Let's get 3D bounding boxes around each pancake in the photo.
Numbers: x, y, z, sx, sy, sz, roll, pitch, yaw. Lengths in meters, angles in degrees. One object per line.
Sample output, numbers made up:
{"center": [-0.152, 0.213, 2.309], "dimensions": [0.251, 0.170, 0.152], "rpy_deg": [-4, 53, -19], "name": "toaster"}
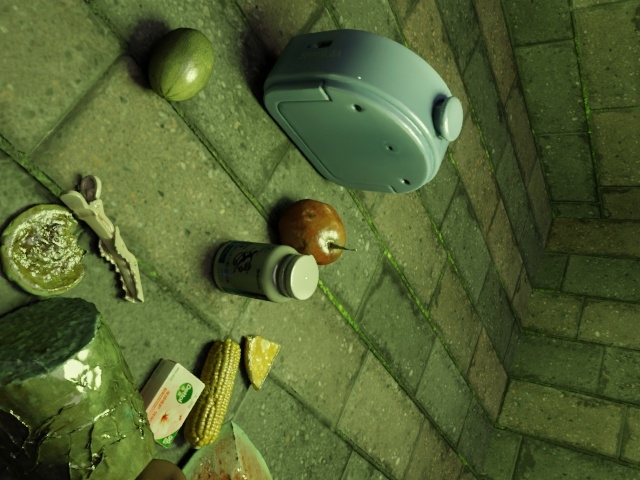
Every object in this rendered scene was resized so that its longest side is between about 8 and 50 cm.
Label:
{"center": [-0.390, 0.015, 0.748], "dimensions": [0.116, 0.022, 0.129], "rpy_deg": [-31, 113, -47], "name": "pancake"}

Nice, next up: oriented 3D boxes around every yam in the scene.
{"center": [-0.342, 0.235, 0.708], "dimensions": [0.202, 0.201, 0.271], "rpy_deg": [-37, 129, -43], "name": "yam"}

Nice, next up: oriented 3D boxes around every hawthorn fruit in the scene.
{"center": [-0.017, -0.006, 1.121], "dimensions": [0.189, 0.149, 0.149], "rpy_deg": [-106, 174, -58], "name": "hawthorn fruit"}

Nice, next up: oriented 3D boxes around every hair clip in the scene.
{"center": [-0.322, 0.002, 0.818], "dimensions": [0.072, 0.034, 0.226], "rpy_deg": [-80, 157, -52], "name": "hair clip"}

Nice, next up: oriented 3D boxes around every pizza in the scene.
{"center": [-0.123, 0.248, 1.121], "dimensions": [0.108, 0.026, 0.123], "rpy_deg": [-20, 107, -53], "name": "pizza"}

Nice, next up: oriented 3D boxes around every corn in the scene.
{"center": [-0.200, 0.286, 0.990], "dimensions": [0.068, 0.068, 0.207], "rpy_deg": [34, 67, -49], "name": "corn"}

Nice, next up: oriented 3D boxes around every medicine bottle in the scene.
{"center": [-0.102, 0.059, 0.988], "dimensions": [0.107, 0.191, 0.107], "rpy_deg": [-8, 101, -52], "name": "medicine bottle"}

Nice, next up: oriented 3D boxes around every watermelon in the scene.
{"center": [-0.156, 0.491, 0.963], "dimensions": [0.262, 0.201, 0.213], "rpy_deg": [-59, 136, -33], "name": "watermelon"}

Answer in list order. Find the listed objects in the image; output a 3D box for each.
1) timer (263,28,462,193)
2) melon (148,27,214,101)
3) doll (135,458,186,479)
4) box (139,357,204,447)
{"center": [0.108, -0.257, 1.076], "dimensions": [0.395, 0.395, 0.173], "rpy_deg": [46, 63, -45], "name": "timer"}
{"center": [-0.227, -0.286, 0.863], "dimensions": [0.098, 0.098, 0.131], "rpy_deg": [47, 63, -44], "name": "melon"}
{"center": [-0.295, 0.423, 0.857], "dimensions": [0.188, 0.145, 0.096], "rpy_deg": [18, 117, -18], "name": "doll"}
{"center": [-0.270, 0.281, 0.917], "dimensions": [0.089, 0.043, 0.125], "rpy_deg": [55, 53, -41], "name": "box"}
